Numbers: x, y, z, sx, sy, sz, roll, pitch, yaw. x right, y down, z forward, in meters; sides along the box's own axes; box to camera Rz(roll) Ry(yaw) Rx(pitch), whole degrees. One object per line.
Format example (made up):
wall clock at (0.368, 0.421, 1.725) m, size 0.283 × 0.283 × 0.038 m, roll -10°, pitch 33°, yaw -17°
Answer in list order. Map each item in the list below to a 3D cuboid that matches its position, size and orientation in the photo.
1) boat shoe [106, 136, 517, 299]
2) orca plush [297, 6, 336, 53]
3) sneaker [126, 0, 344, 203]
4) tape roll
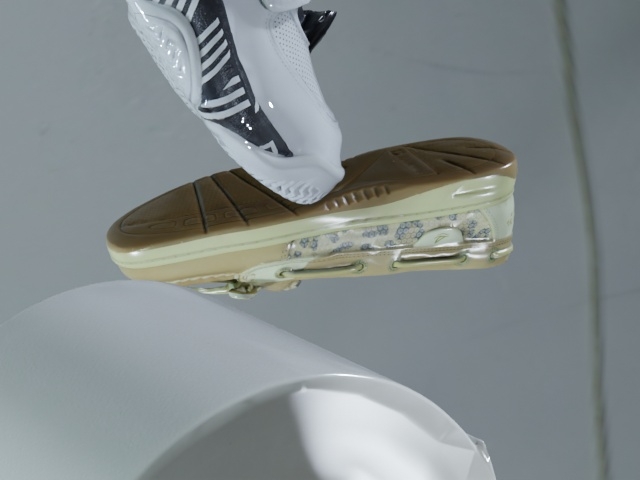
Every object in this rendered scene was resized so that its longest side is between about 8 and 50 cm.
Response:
boat shoe at (0.000, 0.000, 1.173) m, size 0.285 × 0.104 × 0.089 m, roll -10°, pitch 115°, yaw -10°
orca plush at (-0.131, -0.212, 1.330) m, size 0.287 × 0.151 × 0.102 m, roll 48°, pitch 34°, yaw -16°
sneaker at (-0.034, -0.202, 0.990) m, size 0.210 × 0.137 × 0.366 m, roll -34°, pitch 116°, yaw -2°
tape roll at (-0.060, 0.154, 0.790) m, size 0.246 × 0.169 × 0.246 m, roll -10°, pitch 108°, yaw -35°
